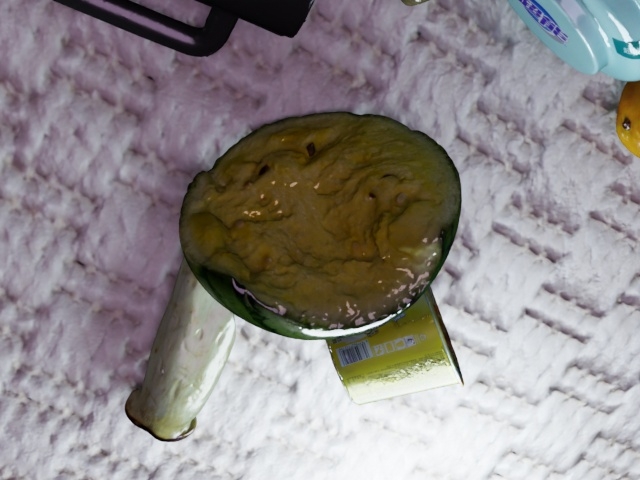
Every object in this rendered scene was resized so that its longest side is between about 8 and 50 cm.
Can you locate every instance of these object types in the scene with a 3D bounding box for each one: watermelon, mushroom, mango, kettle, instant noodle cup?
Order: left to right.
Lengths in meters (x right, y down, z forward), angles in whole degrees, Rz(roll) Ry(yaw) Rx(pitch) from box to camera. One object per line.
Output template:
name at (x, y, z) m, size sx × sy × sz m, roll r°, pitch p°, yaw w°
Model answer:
kettle at (-0.147, -0.354, 0.925) m, size 0.308 × 0.262 × 0.203 m, roll 16°, pitch 73°, yaw -13°
mushroom at (-0.169, 0.126, 1.152) m, size 0.107 × 0.087 × 0.333 m, roll 19°, pitch 105°, yaw -16°
watermelon at (0.000, 0.000, 1.026) m, size 0.331 × 0.330 × 0.189 m, roll -9°, pitch 127°, yaw -6°
instant noodle cup at (0.092, 0.126, 1.142) m, size 0.153 × 0.205 × 0.204 m, roll -22°, pitch 114°, yaw 6°
mango at (0.487, -0.201, 1.124) m, size 0.145 × 0.112 × 0.219 m, roll 42°, pitch 88°, yaw -22°

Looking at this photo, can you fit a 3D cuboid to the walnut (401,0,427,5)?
walnut at (0.112, -0.328, 1.017) m, size 0.092 × 0.092 × 0.092 m, roll -4°, pitch 113°, yaw -9°

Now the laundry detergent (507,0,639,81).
laundry detergent at (0.361, -0.352, 0.938) m, size 0.305 × 0.287 × 0.287 m, roll -42°, pitch 113°, yaw 8°
